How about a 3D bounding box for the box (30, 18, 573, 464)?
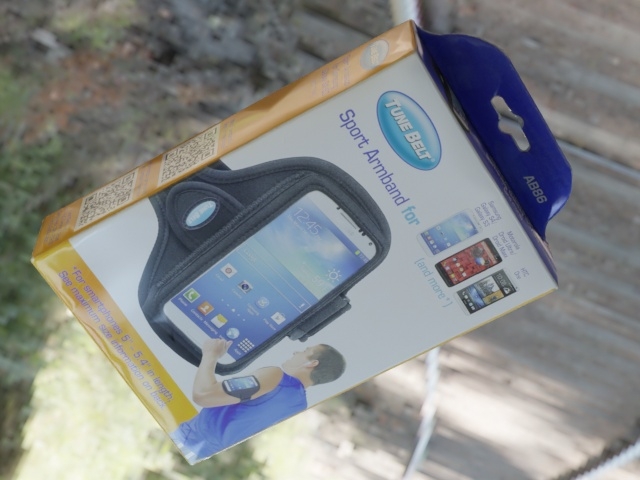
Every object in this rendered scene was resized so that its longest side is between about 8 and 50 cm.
[{"bbox_3d":[0.000,0.000,0.448,0.081,0.136,0.028,55,-162,-24],"label":"box"}]
